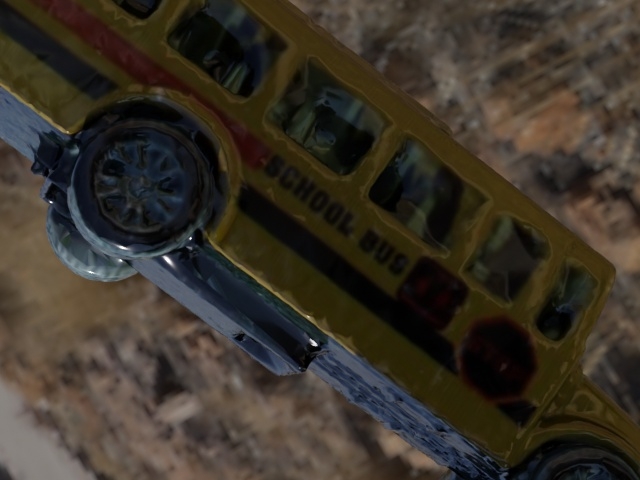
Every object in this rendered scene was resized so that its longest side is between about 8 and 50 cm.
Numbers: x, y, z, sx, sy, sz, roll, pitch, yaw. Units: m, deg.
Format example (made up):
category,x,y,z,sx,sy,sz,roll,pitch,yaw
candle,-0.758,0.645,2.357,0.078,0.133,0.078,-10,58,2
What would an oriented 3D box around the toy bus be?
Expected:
category,x,y,z,sx,sy,sz,roll,pitch,yaw
toy bus,0.000,0.000,0.717,0.335,0.123,0.121,37,168,-6
